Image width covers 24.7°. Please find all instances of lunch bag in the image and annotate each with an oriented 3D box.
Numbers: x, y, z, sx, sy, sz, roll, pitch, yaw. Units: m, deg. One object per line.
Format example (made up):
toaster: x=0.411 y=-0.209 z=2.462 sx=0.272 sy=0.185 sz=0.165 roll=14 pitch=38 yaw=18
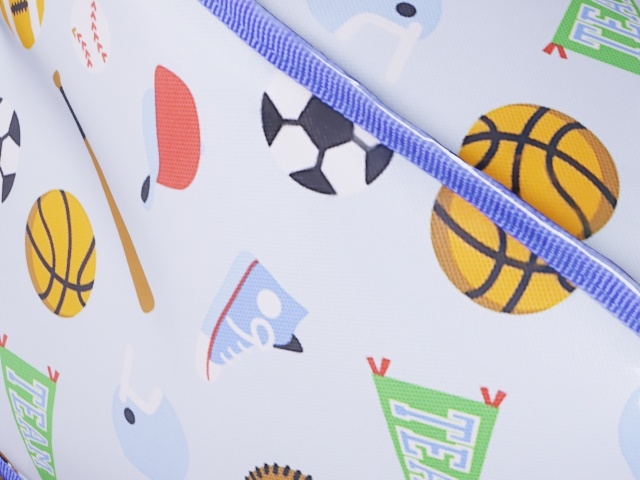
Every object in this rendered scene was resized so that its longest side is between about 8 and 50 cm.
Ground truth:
lunch bag: x=0.000 y=0.000 z=0.610 sx=0.385 sy=0.239 sz=0.328 roll=35 pitch=131 yaw=14
